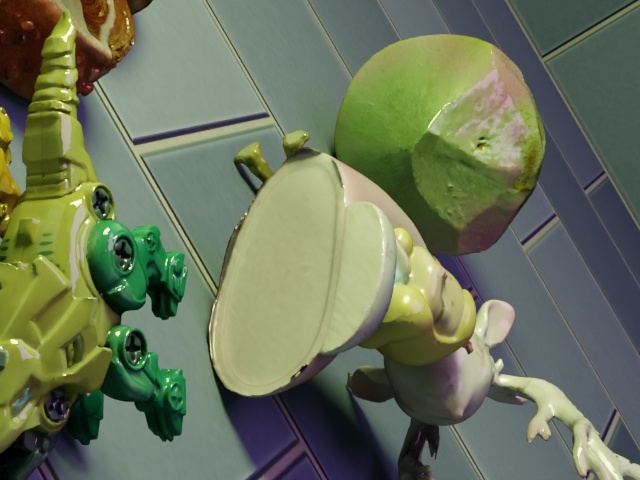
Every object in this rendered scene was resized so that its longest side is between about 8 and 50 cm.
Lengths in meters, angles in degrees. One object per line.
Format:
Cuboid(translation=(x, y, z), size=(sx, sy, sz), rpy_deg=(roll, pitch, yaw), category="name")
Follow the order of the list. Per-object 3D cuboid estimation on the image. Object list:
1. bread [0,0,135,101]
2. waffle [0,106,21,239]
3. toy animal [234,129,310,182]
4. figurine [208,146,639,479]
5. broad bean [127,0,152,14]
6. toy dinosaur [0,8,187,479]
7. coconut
Cuboid(translation=(-0.195, -0.167, 1.071), size=(0.160, 0.073, 0.160), rpy_deg=(54, 18, -26), category="bread")
Cuboid(translation=(-0.254, -0.110, 0.862), size=(0.291, 0.051, 0.291), rpy_deg=(53, 17, -25), category="waffle")
Cuboid(translation=(0.000, 0.000, 1.329), size=(0.136, 0.073, 0.181), rpy_deg=(46, 24, -38), category="toy animal")
Cuboid(translation=(0.073, 0.125, 1.178), size=(0.315, 0.206, 0.284), rpy_deg=(33, 25, -42), category="figurine")
Cuboid(translation=(-0.161, -0.229, 1.235), size=(0.165, 0.084, 0.114), rpy_deg=(-77, 170, -64), category="broad bean")
Cuboid(translation=(-0.134, 0.011, 0.850), size=(0.153, 0.094, 0.259), rpy_deg=(38, 54, -56), category="toy dinosaur")
Cuboid(translation=(0.123, -0.099, 1.600), size=(0.204, 0.236, 0.236), rpy_deg=(27, 14, 13), category="coconut")
